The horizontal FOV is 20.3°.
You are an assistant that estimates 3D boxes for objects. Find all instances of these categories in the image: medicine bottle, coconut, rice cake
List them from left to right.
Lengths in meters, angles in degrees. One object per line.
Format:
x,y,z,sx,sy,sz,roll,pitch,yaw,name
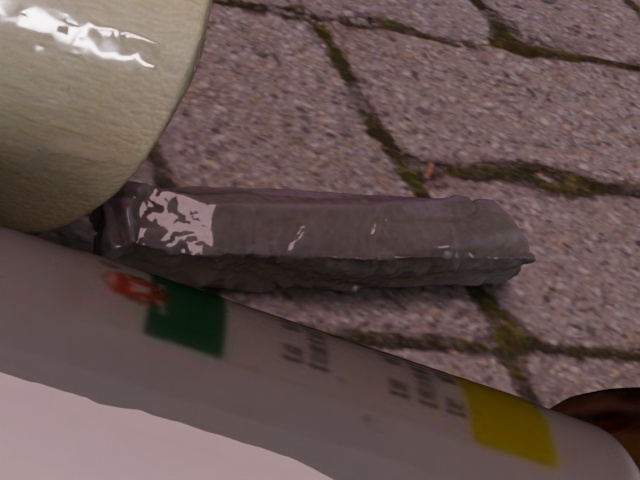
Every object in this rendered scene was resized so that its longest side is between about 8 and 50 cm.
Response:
-0.165,-0.125,0.837,0.247,0.245,0.245,26,24,-42,coconut
-0.088,0.107,0.562,0.340,0.208,0.208,19,32,-8,medicine bottle
0.000,0.000,0.936,0.270,0.049,0.055,0,61,-34,rice cake

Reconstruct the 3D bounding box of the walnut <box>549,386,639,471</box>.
0.183,0.134,0.785,0.245,0.137,0.137,16,33,-12,walnut
